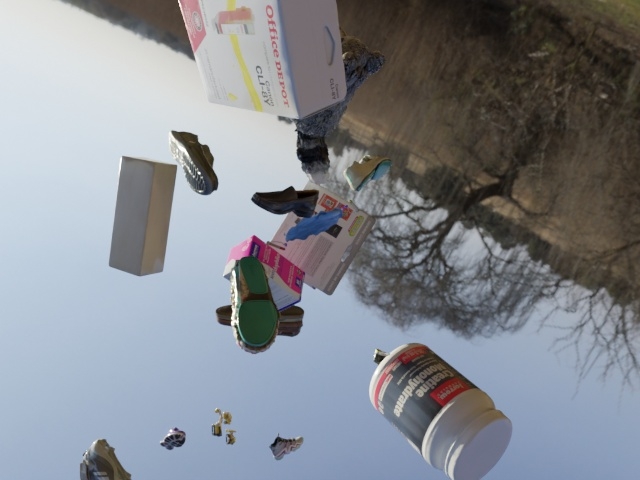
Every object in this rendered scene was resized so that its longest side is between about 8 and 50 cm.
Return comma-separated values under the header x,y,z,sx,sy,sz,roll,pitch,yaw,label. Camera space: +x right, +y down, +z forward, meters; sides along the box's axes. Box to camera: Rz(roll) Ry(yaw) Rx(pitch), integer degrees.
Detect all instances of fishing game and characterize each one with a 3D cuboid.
x,y,z,sx,sy,sz,roll,pitch,yaw,label
-0.023,-0.049,1.461,0.041,0.264,0.189,66,-168,14,fishing game

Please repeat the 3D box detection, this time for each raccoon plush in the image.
x,y,z,sx,sy,sz,roll,pitch,yaw,label
0.063,-0.383,1.548,0.299,0.447,0.216,12,-138,44,raccoon plush

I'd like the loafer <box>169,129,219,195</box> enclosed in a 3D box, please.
x,y,z,sx,sy,sz,roll,pitch,yaw,label
-0.303,-0.205,1.318,0.087,0.094,0.251,-14,-133,-28,loafer

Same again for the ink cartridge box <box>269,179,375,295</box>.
x,y,z,sx,sy,sz,roll,pitch,yaw,label
0.000,0.000,1.800,0.271,0.310,0.130,31,175,9,ink cartridge box

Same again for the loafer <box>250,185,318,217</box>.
x,y,z,sx,sy,sz,roll,pitch,yaw,label
-0.074,-0.091,1.127,0.170,0.061,0.062,1,-147,-48,loafer

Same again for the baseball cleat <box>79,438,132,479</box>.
x,y,z,sx,sy,sz,roll,pitch,yaw,label
-0.555,0.621,1.372,0.206,0.109,0.072,44,178,36,baseball cleat

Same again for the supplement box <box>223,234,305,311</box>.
x,y,z,sx,sy,sz,roll,pitch,yaw,label
-0.162,0.101,1.559,0.220,0.113,0.111,38,-139,-30,supplement box

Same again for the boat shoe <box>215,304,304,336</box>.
x,y,z,sx,sy,sz,roll,pitch,yaw,label
-0.207,0.285,1.803,0.307,0.105,0.111,5,-160,-14,boat shoe

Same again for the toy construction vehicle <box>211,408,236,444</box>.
x,y,z,sx,sy,sz,roll,pitch,yaw,label
-0.293,0.574,1.629,0.086,0.035,0.098,32,-140,-46,toy construction vehicle

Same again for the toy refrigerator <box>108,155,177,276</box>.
x,y,z,sx,sy,sz,roll,pitch,yaw,label
-0.425,-0.060,1.272,0.102,0.270,0.094,14,-170,22,toy refrigerator

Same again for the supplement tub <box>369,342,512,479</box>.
x,y,z,sx,sy,sz,roll,pitch,yaw,label
0.255,0.369,1.153,0.191,0.191,0.272,15,-166,-40,supplement tub

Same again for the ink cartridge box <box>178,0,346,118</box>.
x,y,z,sx,sy,sz,roll,pitch,yaw,label
-0.142,-0.467,1.265,0.384,0.279,0.160,21,-136,41,ink cartridge box

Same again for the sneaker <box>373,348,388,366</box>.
x,y,z,sx,sy,sz,roll,pitch,yaw,label
0.148,0.280,1.232,0.083,0.035,0.031,36,168,-37,sneaker

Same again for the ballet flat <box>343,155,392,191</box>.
x,y,z,sx,sy,sz,roll,pitch,yaw,label
0.140,-0.217,1.587,0.086,0.086,0.248,30,-150,16,ballet flat

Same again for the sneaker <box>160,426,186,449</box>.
x,y,z,sx,sy,sz,roll,pitch,yaw,label
-0.536,0.712,1.928,0.068,0.170,0.071,36,-131,-17,sneaker

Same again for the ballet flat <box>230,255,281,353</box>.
x,y,z,sx,sy,sz,roll,pitch,yaw,label
-0.124,0.127,0.966,0.091,0.077,0.241,8,-144,-15,ballet flat

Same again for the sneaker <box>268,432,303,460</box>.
x,y,z,sx,sy,sz,roll,pitch,yaw,label
-0.100,0.572,1.502,0.069,0.098,0.038,64,162,-13,sneaker
